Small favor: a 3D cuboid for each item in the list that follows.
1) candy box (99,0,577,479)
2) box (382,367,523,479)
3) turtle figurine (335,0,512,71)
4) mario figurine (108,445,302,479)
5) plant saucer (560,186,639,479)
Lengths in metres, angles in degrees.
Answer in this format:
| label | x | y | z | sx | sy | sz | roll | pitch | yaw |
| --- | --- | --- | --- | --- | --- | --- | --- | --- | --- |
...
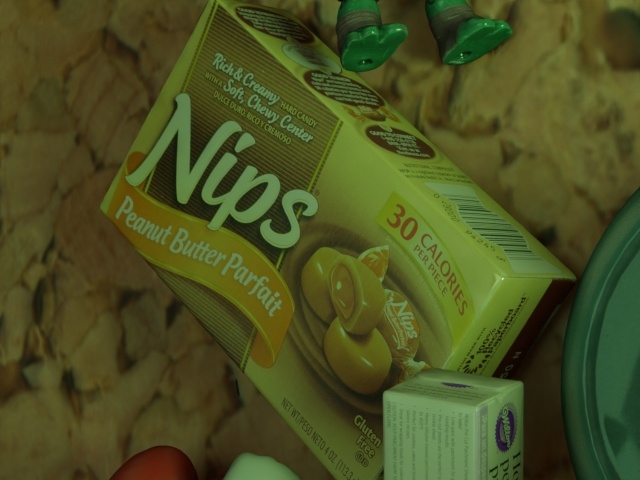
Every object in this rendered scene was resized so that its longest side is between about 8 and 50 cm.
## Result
| label | x | y | z | sx | sy | sz | roll | pitch | yaw |
| --- | --- | --- | --- | --- | --- | --- | --- | --- | --- |
| candy box | 0.000 | 0.000 | 1.175 | 0.316 | 0.087 | 0.183 | 46 | 116 | 34 |
| box | 0.079 | 0.240 | 1.042 | 0.067 | 0.063 | 0.324 | 5 | 103 | 32 |
| turtle figurine | 0.039 | -0.228 | 1.173 | 0.175 | 0.118 | 0.234 | -13 | 72 | -6 |
| mario figurine | -0.044 | 0.266 | 1.157 | 0.198 | 0.170 | 0.320 | -37 | 54 | 12 |
| plant saucer | 0.264 | 0.077 | 0.992 | 0.317 | 0.043 | 0.318 | -7 | 78 | 37 |
